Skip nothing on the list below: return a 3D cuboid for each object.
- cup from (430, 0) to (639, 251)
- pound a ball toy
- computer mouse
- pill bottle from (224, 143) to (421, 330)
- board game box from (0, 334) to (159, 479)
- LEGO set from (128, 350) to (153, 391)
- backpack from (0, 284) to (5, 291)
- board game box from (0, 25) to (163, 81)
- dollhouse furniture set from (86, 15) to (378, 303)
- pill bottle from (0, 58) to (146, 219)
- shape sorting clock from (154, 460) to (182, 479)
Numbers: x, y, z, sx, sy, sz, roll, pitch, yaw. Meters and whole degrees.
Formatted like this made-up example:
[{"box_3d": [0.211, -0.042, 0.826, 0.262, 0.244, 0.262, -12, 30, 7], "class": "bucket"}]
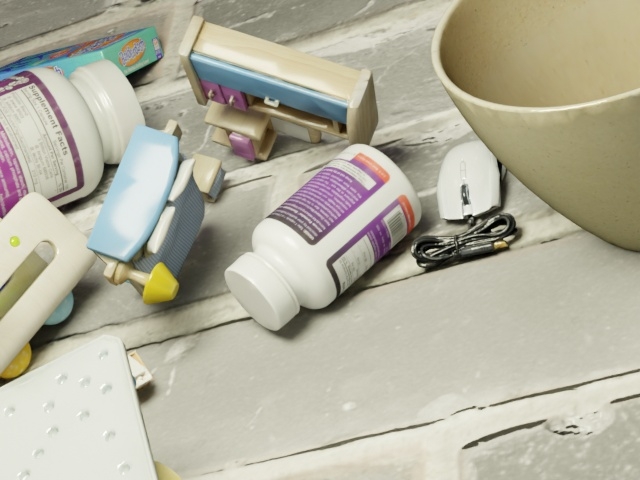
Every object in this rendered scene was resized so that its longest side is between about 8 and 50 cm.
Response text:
[{"box_3d": [0.295, -0.130, 1.605, 0.331, 0.237, 0.331, -17, 34, 12], "class": "cup"}, {"box_3d": [-0.353, 0.101, 1.804, 0.208, 0.136, 0.319, -21, 28, 54], "class": "pound a ball toy"}, {"box_3d": [0.148, -0.050, 1.774, 0.106, 0.042, 0.193, -16, 35, 18], "class": "computer mouse"}, {"box_3d": [0.000, 0.000, 1.747, 0.193, 0.108, 0.108, -41, 36, -21], "class": "pill bottle"}, {"box_3d": [-0.293, 0.300, 1.416, 0.390, 0.050, 0.390, -27, 42, 4], "class": "board game box"}, {"box_3d": [-0.256, 0.218, 1.668, 0.132, 0.107, 0.287, 15, 35, -1], "class": "LEGO set"}, {"box_3d": [-0.427, 0.073, 1.949, 0.098, 0.101, 0.120, 2, 44, 46], "class": "backpack"}, {"box_3d": [-0.335, -0.225, 2.289, 0.210, 0.047, 0.160, -10, 14, 23], "class": "board game box"}, {"box_3d": [-0.084, -0.033, 1.845, 0.198, 0.286, 0.303, 19, 75, 11], "class": "dollhouse furniture set"}, {"box_3d": [-0.365, -0.105, 2.064, 0.301, 0.169, 0.169, -26, 31, -24], "class": "pill bottle"}, {"box_3d": [-0.196, 0.269, 1.468, 0.206, 0.040, 0.206, -14, 40, 12], "class": "shape sorting clock"}]
